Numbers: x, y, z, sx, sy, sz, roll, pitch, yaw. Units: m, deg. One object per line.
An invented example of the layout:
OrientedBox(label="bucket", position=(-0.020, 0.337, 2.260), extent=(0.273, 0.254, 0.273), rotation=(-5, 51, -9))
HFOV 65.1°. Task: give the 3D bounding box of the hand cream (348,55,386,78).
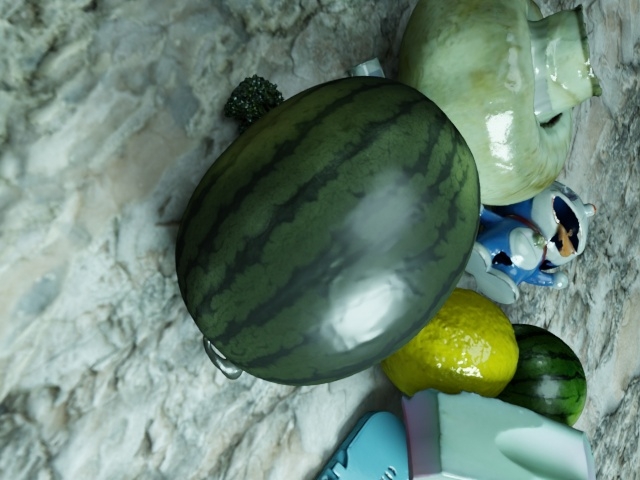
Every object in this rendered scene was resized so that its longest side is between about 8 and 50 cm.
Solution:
OrientedBox(label="hand cream", position=(0.110, -0.148, 0.766), extent=(0.079, 0.048, 0.255), rotation=(-38, 110, -39))

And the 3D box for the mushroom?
OrientedBox(label="mushroom", position=(0.262, -0.228, 0.740), extent=(0.352, 0.260, 0.353), rotation=(20, 65, -51))

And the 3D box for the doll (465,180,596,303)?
OrientedBox(label="doll", position=(0.352, -0.009, 0.864), extent=(0.256, 0.161, 0.215), rotation=(-37, 93, -29))

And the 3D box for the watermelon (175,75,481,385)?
OrientedBox(label="watermelon", position=(0.000, 0.000, 0.536), extent=(0.359, 0.279, 0.279), rotation=(-41, 113, 2))

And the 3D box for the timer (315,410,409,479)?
OrientedBox(label="timer", position=(0.085, 0.402, 0.723), extent=(0.232, 0.091, 0.250), rotation=(-44, 100, -27))

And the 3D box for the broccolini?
OrientedBox(label="broccolini", position=(0.039, -0.085, 0.696), extent=(0.392, 0.074, 0.079), rotation=(33, 77, -28))

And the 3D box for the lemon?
OrientedBox(label="lemon", position=(0.180, 0.150, 0.720), extent=(0.193, 0.180, 0.181), rotation=(37, 67, -14))

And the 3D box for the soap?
OrientedBox(label="soap", position=(0.239, 0.300, 0.674), extent=(0.323, 0.193, 0.109), rotation=(27, 52, -23))

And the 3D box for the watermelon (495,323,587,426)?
OrientedBox(label="watermelon", position=(0.317, 0.228, 0.812), extent=(0.214, 0.188, 0.188), rotation=(4, 85, -16))
